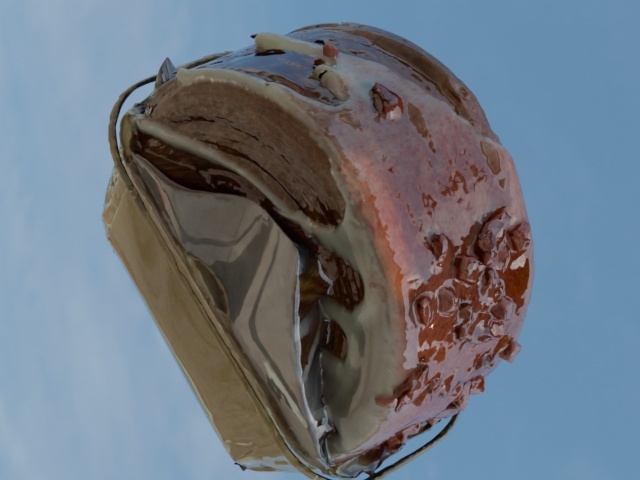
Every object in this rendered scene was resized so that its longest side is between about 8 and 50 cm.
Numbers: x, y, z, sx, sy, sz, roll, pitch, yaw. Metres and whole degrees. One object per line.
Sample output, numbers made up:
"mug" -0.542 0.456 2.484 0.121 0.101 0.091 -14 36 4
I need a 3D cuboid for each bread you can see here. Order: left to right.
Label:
"bread" 0.000 0.000 0.739 0.212 0.142 0.224 -39 -101 50
